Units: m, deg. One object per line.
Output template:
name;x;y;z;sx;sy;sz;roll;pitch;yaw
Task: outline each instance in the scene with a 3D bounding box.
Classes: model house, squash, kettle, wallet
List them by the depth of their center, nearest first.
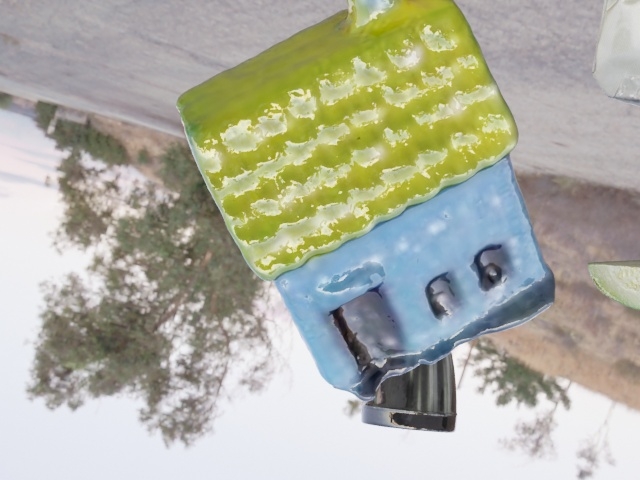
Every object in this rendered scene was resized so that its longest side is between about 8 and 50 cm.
model house;0.036;-0.062;0.627;0.303;0.237;0.215;63;180;-35
wallet;0.684;-0.375;1.377;0.335;0.275;0.068;20;-157;13
kettle;0.214;0.274;1.601;0.250;0.271;0.207;13;167;-42
squash;0.787;0.111;1.672;0.288;0.111;0.203;-4;-169;5
